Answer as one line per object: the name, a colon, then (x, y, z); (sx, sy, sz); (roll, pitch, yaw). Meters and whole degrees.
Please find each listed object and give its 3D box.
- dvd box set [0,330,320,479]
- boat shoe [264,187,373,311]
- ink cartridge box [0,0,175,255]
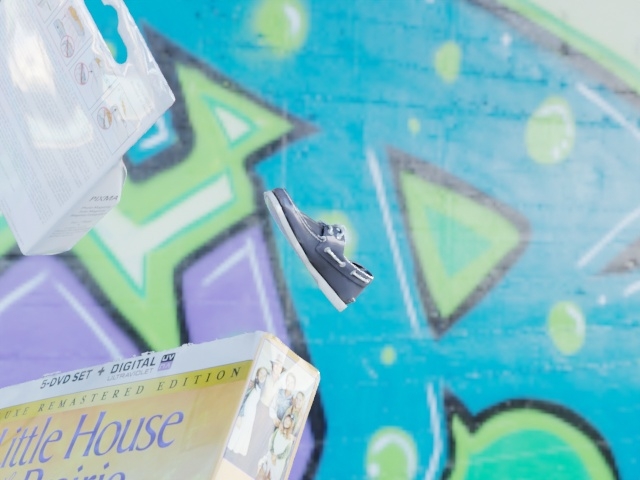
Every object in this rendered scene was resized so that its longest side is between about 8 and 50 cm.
dvd box set: (-0.181, 0.261, 0.709); (0.308, 0.420, 0.062); (-15, -46, 41)
boat shoe: (0.000, 0.000, 1.403); (0.065, 0.206, 0.075); (-34, 42, 0)
ink cartridge box: (-0.210, -0.123, 0.998); (0.232, 0.189, 0.066); (-37, -16, 31)
